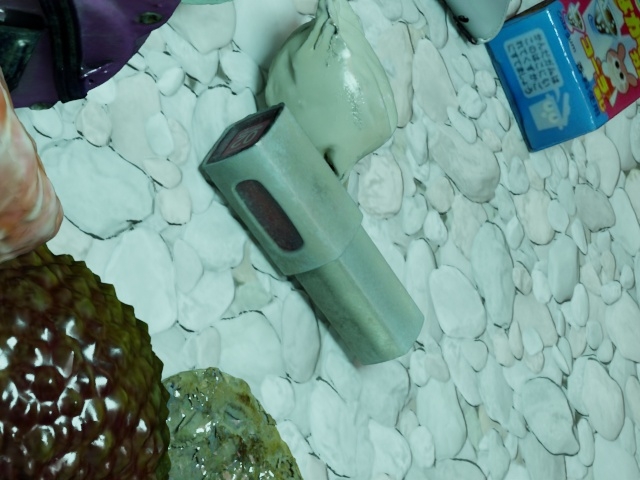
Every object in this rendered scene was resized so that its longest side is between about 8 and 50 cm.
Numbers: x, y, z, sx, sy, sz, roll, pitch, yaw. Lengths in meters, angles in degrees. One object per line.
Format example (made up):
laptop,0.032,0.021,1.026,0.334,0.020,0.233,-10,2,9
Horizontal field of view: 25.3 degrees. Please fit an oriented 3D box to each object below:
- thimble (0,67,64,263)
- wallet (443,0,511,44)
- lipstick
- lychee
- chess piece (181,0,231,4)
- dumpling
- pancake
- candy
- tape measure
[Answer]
thimble,-0.245,-0.073,0.763,0.162,0.239,0.239,-26,99,-8
wallet,0.143,-0.347,1.597,0.231,0.069,0.170,47,50,-36
lipstick,0.000,0.000,1.291,0.253,0.079,0.077,54,41,-23
lychee,-0.211,0.106,0.895,0.236,0.236,0.271,29,33,-40
chess piece,-0.106,-0.372,1.236,0.194,0.194,0.299,34,44,-37
dumpling,0.015,-0.140,1.339,0.136,0.118,0.199,-52,145,-61
pancake,-0.088,0.241,1.120,0.282,0.049,0.282,20,63,-45
candy,0.329,-0.234,1.748,0.306,0.100,0.157,-33,101,-51
tape measure,-0.222,-0.178,0.958,0.231,0.245,0.149,0,72,-23
